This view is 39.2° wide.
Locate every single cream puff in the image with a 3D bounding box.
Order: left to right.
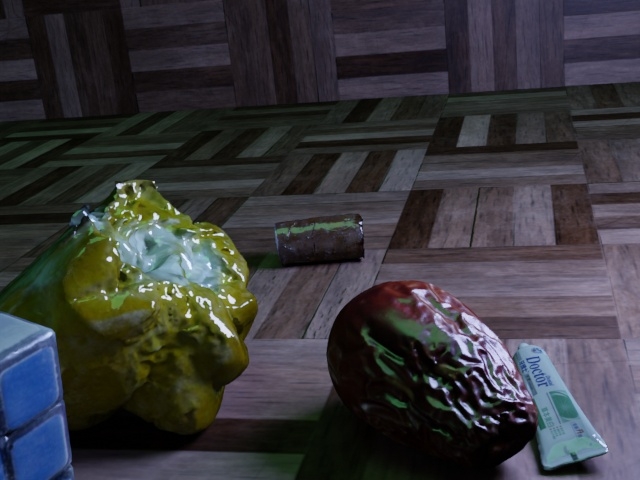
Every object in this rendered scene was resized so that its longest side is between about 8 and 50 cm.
[{"bbox_3d":[-0.226,0.106,1.011,0.274,0.270,0.323,-37,10,18],"label":"cream puff"}]

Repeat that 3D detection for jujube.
[{"bbox_3d":[0.109,0.138,0.902,0.168,0.168,0.236,-17,37,-29],"label":"jujube"}]

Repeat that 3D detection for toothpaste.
[{"bbox_3d":[0.237,0.165,0.936,0.064,0.041,0.218,-17,21,6],"label":"toothpaste"}]

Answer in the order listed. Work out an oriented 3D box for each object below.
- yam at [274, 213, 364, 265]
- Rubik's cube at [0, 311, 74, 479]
[{"bbox_3d":[0.000,-0.001,1.434,0.141,0.079,0.079,-6,19,2],"label":"yam"},{"bbox_3d":[-0.362,0.193,0.677,0.253,0.256,0.259,12,27,27],"label":"Rubik's cube"}]
